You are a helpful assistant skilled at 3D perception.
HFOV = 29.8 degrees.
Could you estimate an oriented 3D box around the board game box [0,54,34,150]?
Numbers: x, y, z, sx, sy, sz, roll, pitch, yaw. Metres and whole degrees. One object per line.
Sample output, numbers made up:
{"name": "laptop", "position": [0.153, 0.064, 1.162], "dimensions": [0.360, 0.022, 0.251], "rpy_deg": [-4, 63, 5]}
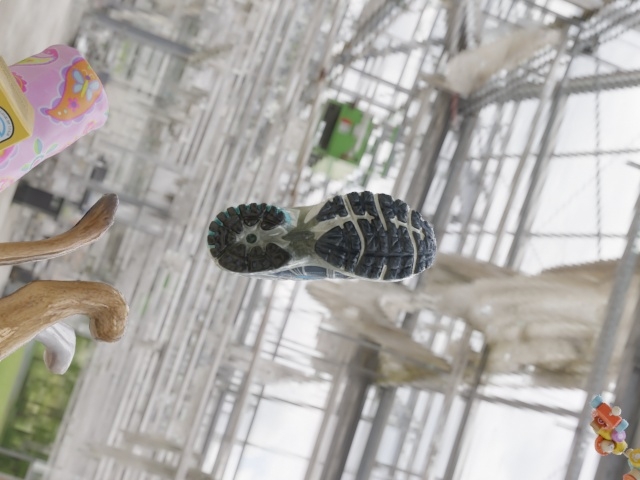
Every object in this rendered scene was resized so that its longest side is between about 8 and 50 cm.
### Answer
{"name": "board game box", "position": [-0.425, -0.123, 0.944], "dimensions": [0.317, 0.242, 0.064], "rpy_deg": [-26, -150, 2]}

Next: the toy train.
{"name": "toy train", "position": [0.422, 0.293, 1.673], "dimensions": [0.046, 0.166, 0.125], "rpy_deg": [-43, 173, -11]}

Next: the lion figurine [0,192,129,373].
{"name": "lion figurine", "position": [-0.287, 0.128, 0.763], "dimensions": [0.142, 0.240, 0.392], "rpy_deg": [38, -69, 62]}

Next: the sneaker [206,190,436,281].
{"name": "sneaker", "position": [0.000, 0.000, 1.489], "dimensions": [0.122, 0.283, 0.110], "rpy_deg": [126, -33, -79]}

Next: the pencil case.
{"name": "pencil case", "position": [-0.377, -0.120, 1.390], "dimensions": [0.284, 0.124, 0.124], "rpy_deg": [-43, 171, -39]}
